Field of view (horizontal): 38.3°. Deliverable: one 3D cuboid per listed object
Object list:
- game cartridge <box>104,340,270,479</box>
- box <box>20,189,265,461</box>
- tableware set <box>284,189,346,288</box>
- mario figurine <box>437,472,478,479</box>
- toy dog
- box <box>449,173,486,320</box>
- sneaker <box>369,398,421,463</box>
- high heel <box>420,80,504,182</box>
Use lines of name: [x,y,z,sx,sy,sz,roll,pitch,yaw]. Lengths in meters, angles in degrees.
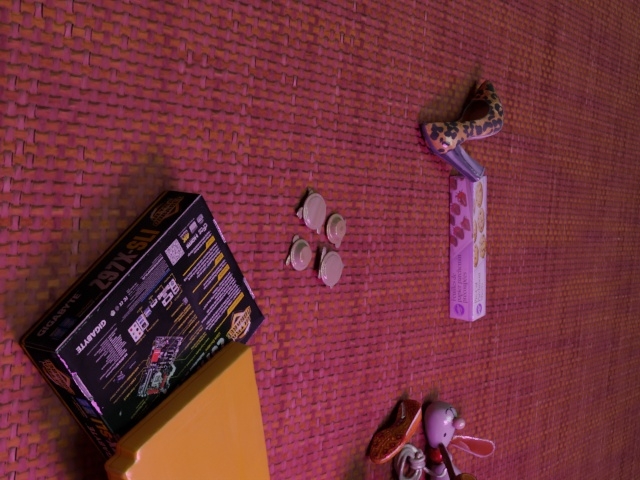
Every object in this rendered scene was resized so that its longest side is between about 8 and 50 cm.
game cartridge: [-0.180,0.350,1.338,0.285,0.053,0.323,-40,133,-46]
box: [-0.233,0.125,1.302,0.322,0.079,0.257,-53,136,-35]
tableware set: [0.000,0.000,1.641,0.169,0.020,0.141,33,67,-49]
mario figurine: [0.196,0.594,1.860,0.170,0.198,0.320,-90,-159,-62]
toy dog: [0.309,0.530,2.006,0.220,0.161,0.333,-49,128,-39]
box: [0.327,0.014,2.043,0.067,0.063,0.324,-14,106,-50]
sneaker: [0.161,0.402,1.885,0.175,0.064,0.067,-40,136,-39]
high heel: [0.300,-0.275,1.957,0.186,0.093,0.261,35,58,-33]
